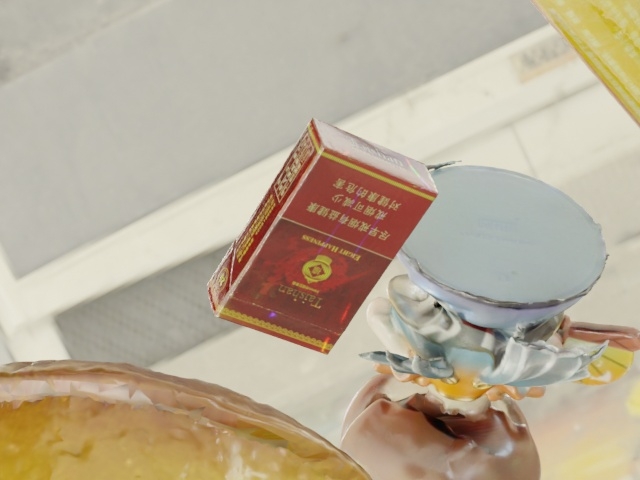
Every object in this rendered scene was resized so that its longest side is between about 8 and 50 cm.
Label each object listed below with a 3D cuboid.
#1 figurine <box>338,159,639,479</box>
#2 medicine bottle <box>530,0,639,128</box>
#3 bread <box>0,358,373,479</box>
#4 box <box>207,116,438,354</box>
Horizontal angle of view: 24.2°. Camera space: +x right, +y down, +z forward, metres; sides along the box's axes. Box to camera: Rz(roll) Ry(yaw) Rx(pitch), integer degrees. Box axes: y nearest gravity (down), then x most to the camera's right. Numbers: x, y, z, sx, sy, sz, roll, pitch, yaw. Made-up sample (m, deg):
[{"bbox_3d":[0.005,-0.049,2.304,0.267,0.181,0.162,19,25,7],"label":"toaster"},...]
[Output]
[{"bbox_3d":[0.125,0.160,1.318,0.276,0.388,0.248,12,38,0],"label":"figurine"},{"bbox_3d":[0.186,-0.198,1.062,0.108,0.426,0.108,-39,18,15],"label":"medicine bottle"},{"bbox_3d":[-0.103,0.196,0.733,0.312,0.312,0.172,-20,30,28],"label":"bread"},{"bbox_3d":[0.000,0.000,0.554,0.082,0.051,0.023,-57,27,25],"label":"box"}]
